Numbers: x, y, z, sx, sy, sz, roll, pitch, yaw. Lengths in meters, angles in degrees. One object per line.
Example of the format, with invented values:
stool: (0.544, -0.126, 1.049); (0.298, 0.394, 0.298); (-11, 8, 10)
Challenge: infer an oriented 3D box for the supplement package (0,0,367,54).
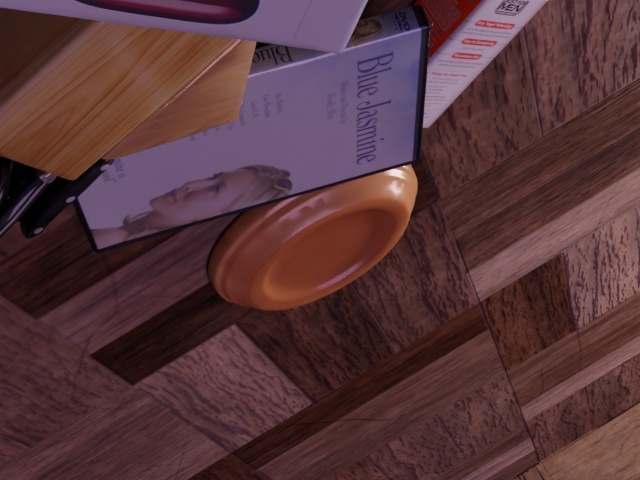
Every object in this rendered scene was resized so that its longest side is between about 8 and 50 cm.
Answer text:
supplement package: (-0.028, -0.225, 0.441); (0.145, 0.204, 0.262); (5, 145, -18)

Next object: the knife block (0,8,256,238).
knife block: (-0.155, -0.102, 0.733); (0.242, 0.088, 0.276); (-20, 155, -25)

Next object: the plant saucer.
plant saucer: (0.000, 0.000, 1.191); (0.200, 0.037, 0.200); (-26, 157, -12)

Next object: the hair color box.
hair color box: (0.089, -0.142, 1.004); (0.072, 0.043, 0.141); (-3, 145, -48)

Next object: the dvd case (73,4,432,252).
dvd case: (-0.050, -0.070, 0.948); (0.253, 0.022, 0.180); (-16, 154, -6)
